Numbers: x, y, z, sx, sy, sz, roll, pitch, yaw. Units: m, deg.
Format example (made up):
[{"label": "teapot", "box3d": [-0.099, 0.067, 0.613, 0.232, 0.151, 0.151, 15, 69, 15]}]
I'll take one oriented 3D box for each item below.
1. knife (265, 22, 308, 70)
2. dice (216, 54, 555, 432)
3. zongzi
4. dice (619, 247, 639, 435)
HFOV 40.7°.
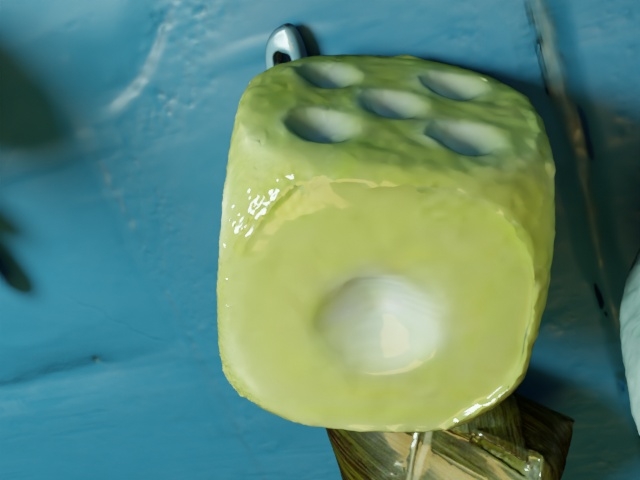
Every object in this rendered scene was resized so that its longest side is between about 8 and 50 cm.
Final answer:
[{"label": "knife", "box3d": [0.000, 0.000, 0.614, 0.045, 0.019, 0.312, -3, 119, 19]}, {"label": "dice", "box3d": [0.033, -0.004, 0.500, 0.169, 0.169, 0.166, 5, 121, 0]}, {"label": "zongzi", "box3d": [0.030, 0.168, 0.658, 0.241, 0.111, 0.247, 30, 126, 9]}, {"label": "dice", "box3d": [0.368, 0.058, 0.372, 0.330, 0.328, 0.348, 39, 121, -10]}]
